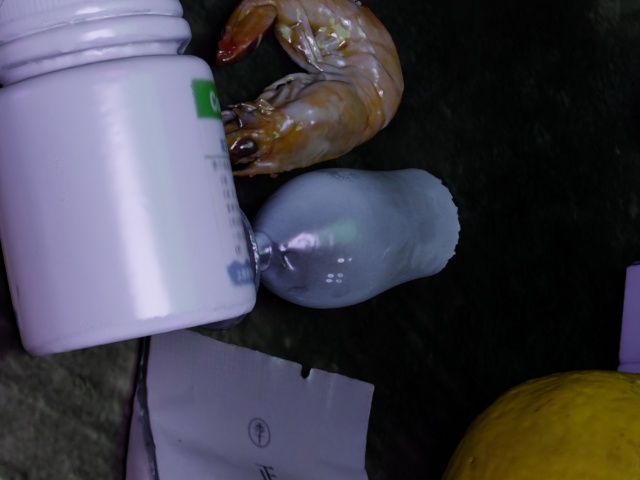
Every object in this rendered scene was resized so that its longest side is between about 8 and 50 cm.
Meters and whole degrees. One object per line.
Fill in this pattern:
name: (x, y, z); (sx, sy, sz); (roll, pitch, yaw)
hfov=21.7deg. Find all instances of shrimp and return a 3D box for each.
shrimp: (-0.020, -0.113, 1.119); (0.236, 0.053, 0.133); (-32, 106, -48)

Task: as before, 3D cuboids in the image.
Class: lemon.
lemon: (0.200, 0.200, 1.148); (0.253, 0.228, 0.228); (11, 73, -53)

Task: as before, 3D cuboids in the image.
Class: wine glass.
wine glass: (0.000, 0.000, 1.084); (0.202, 0.093, 0.093); (-11, 89, -44)

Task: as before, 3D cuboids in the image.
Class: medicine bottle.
medicine bottle: (-0.124, -0.060, 0.940); (0.139, 0.139, 0.237); (-10, 87, -47)

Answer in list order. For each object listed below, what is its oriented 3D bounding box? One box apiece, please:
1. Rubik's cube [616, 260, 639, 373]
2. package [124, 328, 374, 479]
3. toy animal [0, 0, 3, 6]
Rubik's cube: (0.386, 0.139, 1.353); (0.231, 0.224, 0.221); (24, 66, -43)
package: (-0.038, 0.187, 1.033); (0.204, 0.062, 0.251); (23, 51, -40)
toy animal: (-0.256, -0.118, 0.824); (0.178, 0.127, 0.193); (34, 61, -34)
